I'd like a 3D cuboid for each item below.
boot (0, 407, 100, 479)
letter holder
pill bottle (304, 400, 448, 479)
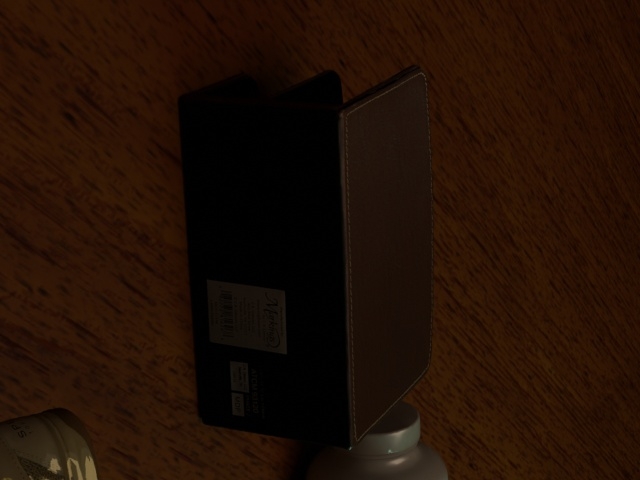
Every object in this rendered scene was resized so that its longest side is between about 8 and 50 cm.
[{"bbox_3d":[-0.231,0.250,1.027,0.203,0.095,0.262,-7,90,-37],"label":"boot"},{"bbox_3d":[0.000,0.000,1.458,0.214,0.152,0.302,-34,126,-59],"label":"letter holder"},{"bbox_3d":[0.058,0.298,1.644,0.146,0.146,0.264,-33,125,-57],"label":"pill bottle"}]
